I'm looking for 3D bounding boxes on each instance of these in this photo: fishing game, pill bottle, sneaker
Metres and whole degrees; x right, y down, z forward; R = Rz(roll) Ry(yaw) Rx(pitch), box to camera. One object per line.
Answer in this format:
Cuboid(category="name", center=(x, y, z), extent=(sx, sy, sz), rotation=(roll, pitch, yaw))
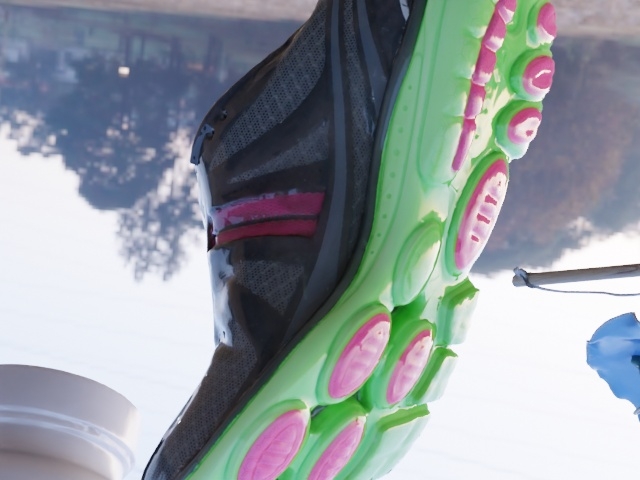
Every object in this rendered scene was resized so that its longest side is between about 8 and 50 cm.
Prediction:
Cuboid(category="fishing game", center=(0.234, 0.093, 0.639), extent=(0.189, 0.041, 0.264), rotation=(-3, 142, 47))
Cuboid(category="pill bottle", center=(-0.260, 0.301, 0.964), extent=(0.210, 0.363, 0.210), rotation=(5, 147, 3))
Cuboid(category="sneaker", center=(0.000, 0.000, 0.825), extent=(0.202, 0.483, 0.185), rotation=(20, 171, 38))
